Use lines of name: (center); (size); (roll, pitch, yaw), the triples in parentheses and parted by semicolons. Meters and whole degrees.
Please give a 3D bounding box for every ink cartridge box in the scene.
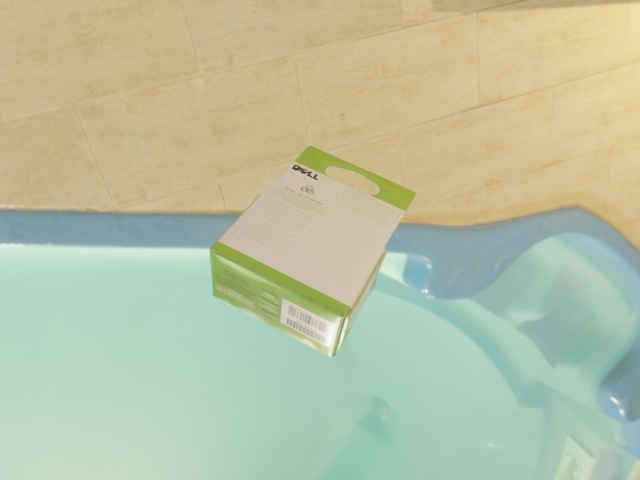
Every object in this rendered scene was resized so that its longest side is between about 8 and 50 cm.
ink cartridge box: (0.000, 0.000, 0.727); (0.255, 0.188, 0.097); (-53, 163, -40)
